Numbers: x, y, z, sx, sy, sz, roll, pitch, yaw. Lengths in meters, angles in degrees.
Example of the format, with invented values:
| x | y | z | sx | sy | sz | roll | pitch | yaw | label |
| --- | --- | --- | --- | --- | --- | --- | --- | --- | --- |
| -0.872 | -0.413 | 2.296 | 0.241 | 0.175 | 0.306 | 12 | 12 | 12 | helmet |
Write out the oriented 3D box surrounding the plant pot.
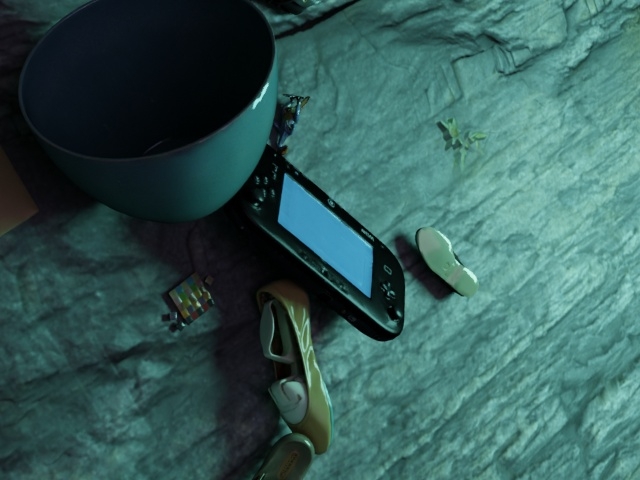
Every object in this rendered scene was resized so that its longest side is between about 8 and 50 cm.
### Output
| x | y | z | sx | sy | sz | roll | pitch | yaw | label |
| --- | --- | --- | --- | --- | --- | --- | --- | --- | --- |
| -0.180 | -0.133 | 1.425 | 0.290 | 0.290 | 0.195 | -53 | 151 | -29 | plant pot |

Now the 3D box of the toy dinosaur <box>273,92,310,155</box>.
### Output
| x | y | z | sx | sy | sz | roll | pitch | yaw | label |
| --- | --- | --- | --- | --- | --- | --- | --- | --- | --- |
| -0.039 | -0.155 | 1.653 | 0.090 | 0.047 | 0.082 | -3 | 104 | -48 | toy dinosaur |

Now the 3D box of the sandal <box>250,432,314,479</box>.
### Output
| x | y | z | sx | sy | sz | roll | pitch | yaw | label |
| --- | --- | --- | --- | --- | --- | --- | --- | --- | --- |
| -0.062 | 0.326 | 1.537 | 0.072 | 0.049 | 0.180 | 30 | 89 | -19 | sandal |

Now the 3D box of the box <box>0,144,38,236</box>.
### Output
| x | y | z | sx | sy | sz | roll | pitch | yaw | label |
| --- | --- | --- | --- | --- | --- | --- | --- | --- | --- |
| -0.430 | -0.050 | 1.352 | 0.201 | 0.021 | 0.164 | -38 | 107 | -35 | box |

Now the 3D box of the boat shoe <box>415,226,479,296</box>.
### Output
| x | y | z | sx | sy | sz | roll | pitch | yaw | label |
| --- | --- | --- | --- | --- | --- | --- | --- | --- | --- |
| 0.178 | 0.031 | 1.790 | 0.049 | 0.042 | 0.133 | -47 | 113 | -10 | boat shoe |

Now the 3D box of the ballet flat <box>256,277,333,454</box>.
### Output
| x | y | z | sx | sy | sz | roll | pitch | yaw | label |
| --- | --- | --- | --- | --- | --- | --- | --- | --- | --- |
| -0.042 | 0.164 | 1.582 | 0.073 | 0.080 | 0.232 | -1 | 75 | -44 | ballet flat |

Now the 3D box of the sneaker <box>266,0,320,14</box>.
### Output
| x | y | z | sx | sy | sz | roll | pitch | yaw | label |
| --- | --- | --- | --- | --- | --- | --- | --- | --- | --- |
| -0.075 | -0.344 | 1.622 | 0.222 | 0.083 | 0.118 | -31 | 103 | -37 | sneaker |

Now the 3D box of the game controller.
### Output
| x | y | z | sx | sy | sz | roll | pitch | yaw | label |
| --- | --- | --- | --- | --- | --- | --- | --- | --- | --- |
| 0.000 | 0.000 | 1.620 | 0.319 | 0.067 | 0.166 | 40 | 42 | -27 | game controller |

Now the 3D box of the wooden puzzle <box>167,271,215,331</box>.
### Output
| x | y | z | sx | sy | sz | roll | pitch | yaw | label |
| --- | --- | --- | --- | --- | --- | --- | --- | --- | --- |
| -0.163 | 0.073 | 1.545 | 0.083 | 0.006 | 0.049 | -39 | 107 | -34 | wooden puzzle |
